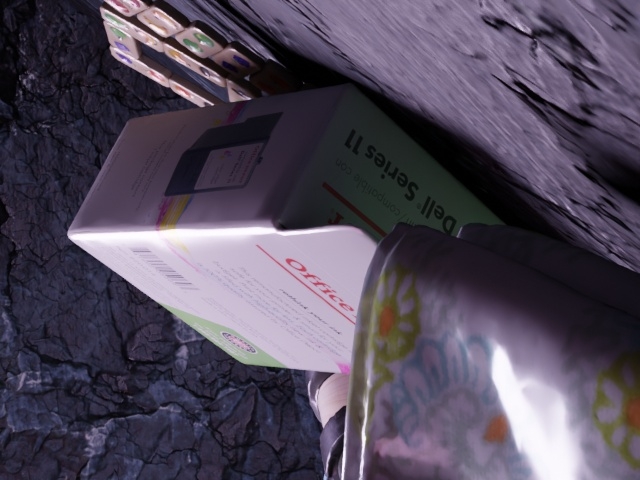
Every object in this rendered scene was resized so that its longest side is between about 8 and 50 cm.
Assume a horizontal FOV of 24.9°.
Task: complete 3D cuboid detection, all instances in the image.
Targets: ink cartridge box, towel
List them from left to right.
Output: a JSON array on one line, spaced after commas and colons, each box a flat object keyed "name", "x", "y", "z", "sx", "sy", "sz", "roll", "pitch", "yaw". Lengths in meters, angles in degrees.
[{"name": "ink cartridge box", "x": 0.000, "y": 0.000, "z": 1.038, "sx": 0.207, "sy": 0.119, "sz": 0.353, "roll": 39, "pitch": 157, "yaw": -31}, {"name": "towel", "x": 0.126, "y": 0.184, "z": 0.575, "sx": 0.090, "sy": 0.320, "sz": 0.374, "roll": -6, "pitch": -161, "yaw": -32}]

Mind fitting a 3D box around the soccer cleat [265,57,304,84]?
[{"name": "soccer cleat", "x": -0.025, "y": -0.118, "z": 1.144, "sx": 0.035, "sy": 0.029, "sz": 0.083, "roll": 44, "pitch": 177, "yaw": 19}]

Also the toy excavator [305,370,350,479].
[{"name": "toy excavator", "x": 0.244, "y": 0.265, "z": 1.566, "sx": 0.222, "sy": 0.433, "sz": 0.445, "roll": -110, "pitch": -4, "yaw": -69}]

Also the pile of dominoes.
[{"name": "pile of dominoes", "x": -0.074, "y": -0.107, "z": 1.134, "sx": 0.251, "sy": 0.040, "sz": 0.196, "roll": 30, "pitch": 168, "yaw": 6}]
